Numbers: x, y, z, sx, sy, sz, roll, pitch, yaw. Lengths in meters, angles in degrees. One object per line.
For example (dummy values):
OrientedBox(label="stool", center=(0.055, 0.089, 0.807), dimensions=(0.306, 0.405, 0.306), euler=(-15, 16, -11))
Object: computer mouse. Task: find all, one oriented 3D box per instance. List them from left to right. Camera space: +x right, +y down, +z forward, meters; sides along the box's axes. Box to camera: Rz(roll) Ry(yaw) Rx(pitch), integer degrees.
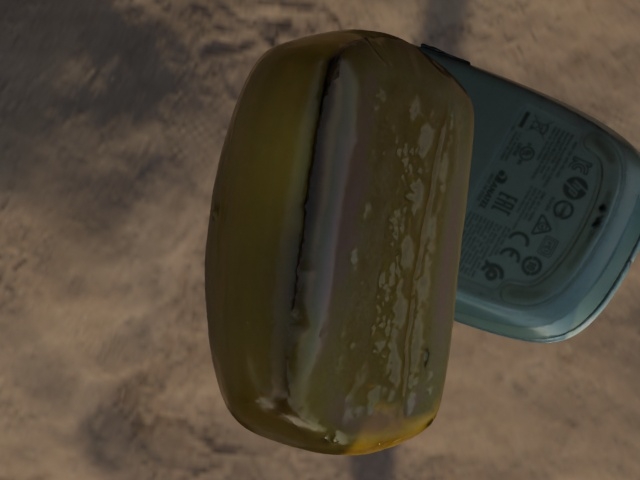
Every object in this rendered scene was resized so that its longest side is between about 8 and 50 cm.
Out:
OrientedBox(label="computer mouse", center=(0.073, -0.037, 1.087), dimensions=(0.288, 0.097, 0.159), euler=(25, 76, 19))

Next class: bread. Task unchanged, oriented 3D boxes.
OrientedBox(label="bread", center=(0.000, 0.000, 0.454), dimensions=(0.056, 0.082, 0.115), euler=(5, 89, 40))
